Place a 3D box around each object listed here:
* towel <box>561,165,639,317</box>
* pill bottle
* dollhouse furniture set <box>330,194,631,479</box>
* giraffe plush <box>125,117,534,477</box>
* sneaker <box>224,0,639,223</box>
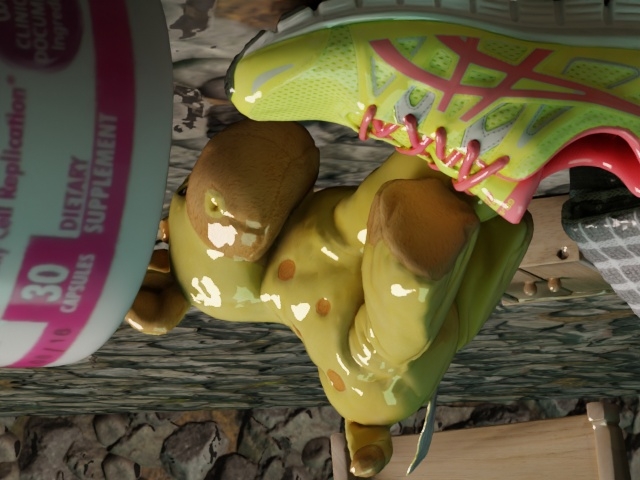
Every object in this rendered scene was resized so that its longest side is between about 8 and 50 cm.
[{"bbox_3d":[0.285,0.017,0.851,0.283,0.121,0.235,-12,135,45],"label":"towel"},{"bbox_3d":[-0.204,-0.042,0.533,0.283,0.160,0.160,4,168,-30],"label":"pill bottle"},{"bbox_3d":[0.181,0.158,1.163,0.303,0.356,0.174,-8,169,24],"label":"dollhouse furniture set"},{"bbox_3d":[0.000,0.000,0.845,0.170,0.210,0.181,26,-153,16],"label":"giraffe plush"},{"bbox_3d":[0.063,-0.054,0.712,0.208,0.094,0.081,-1,171,-2],"label":"sneaker"}]
